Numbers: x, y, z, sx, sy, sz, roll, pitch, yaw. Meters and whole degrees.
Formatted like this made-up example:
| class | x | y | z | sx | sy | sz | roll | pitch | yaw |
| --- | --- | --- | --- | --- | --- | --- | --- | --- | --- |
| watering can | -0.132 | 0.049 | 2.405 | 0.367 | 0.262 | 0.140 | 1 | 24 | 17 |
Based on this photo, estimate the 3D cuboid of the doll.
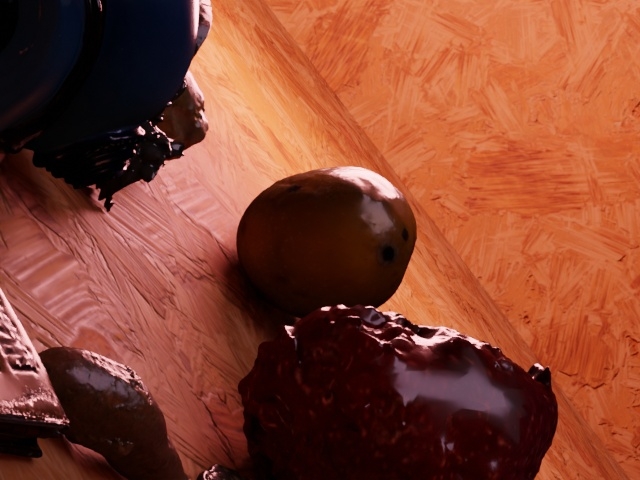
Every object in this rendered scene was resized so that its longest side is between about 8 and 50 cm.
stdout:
| class | x | y | z | sx | sy | sz | roll | pitch | yaw |
| --- | --- | --- | --- | --- | --- | --- | --- | --- | --- |
| doll | -0.223 | -0.178 | 1.461 | 0.310 | 0.240 | 0.284 | -33 | 110 | -79 |

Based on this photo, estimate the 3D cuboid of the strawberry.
| class | x | y | z | sx | sy | sz | roll | pitch | yaw |
| --- | --- | --- | --- | --- | --- | --- | --- | --- | --- |
| strawberry | 0.054 | 0.171 | 1.549 | 0.274 | 0.274 | 0.220 | 38 | 61 | -54 |

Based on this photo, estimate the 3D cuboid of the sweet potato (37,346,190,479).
| class | x | y | z | sx | sy | sz | roll | pitch | yaw |
| --- | --- | --- | --- | --- | --- | --- | --- | --- | --- |
| sweet potato | -0.131 | 0.127 | 1.284 | 0.226 | 0.068 | 0.068 | 45 | 13 | -39 |

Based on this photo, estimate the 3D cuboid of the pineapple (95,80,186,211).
| class | x | y | z | sx | sy | sz | roll | pitch | yaw |
| --- | --- | --- | --- | --- | --- | --- | --- | --- | --- |
| pineapple | -0.191 | -0.170 | 1.680 | 0.158 | 0.157 | 0.279 | -12 | 86 | -79 |

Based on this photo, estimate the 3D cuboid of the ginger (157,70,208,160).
| class | x | y | z | sx | sy | sz | roll | pitch | yaw |
| --- | --- | --- | --- | --- | --- | --- | --- | --- | --- |
| ginger | -0.213 | -0.184 | 1.848 | 0.109 | 0.116 | 0.263 | 0 | -33 | 50 |

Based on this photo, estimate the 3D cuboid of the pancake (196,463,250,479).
| class | x | y | z | sx | sy | sz | roll | pitch | yaw |
| --- | --- | --- | --- | --- | --- | --- | --- | --- | --- |
| pancake | -0.031 | 0.249 | 1.427 | 0.199 | 0.021 | 0.199 | 51 | 10 | -13 |

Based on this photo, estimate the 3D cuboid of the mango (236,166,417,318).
| class | x | y | z | sx | sy | sz | roll | pitch | yaw |
| --- | --- | --- | --- | --- | --- | --- | --- | --- | --- |
| mango | 0.006 | 0.005 | 2.003 | 0.176 | 0.176 | 0.329 | 38 | -4 | 2 |

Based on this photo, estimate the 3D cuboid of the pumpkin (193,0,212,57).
| class | x | y | z | sx | sy | sz | roll | pitch | yaw |
| --- | --- | --- | --- | --- | --- | --- | --- | --- | --- |
| pumpkin | -0.219 | -0.296 | 2.184 | 0.163 | 0.111 | 0.278 | 42 | 15 | -28 |

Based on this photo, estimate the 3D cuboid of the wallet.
| class | x | y | z | sx | sy | sz | roll | pitch | yaw |
| --- | --- | --- | --- | --- | --- | --- | --- | --- | --- |
| wallet | -0.239 | 0.042 | 1.150 | 0.195 | 0.042 | 0.161 | 57 | 11 | 21 |
